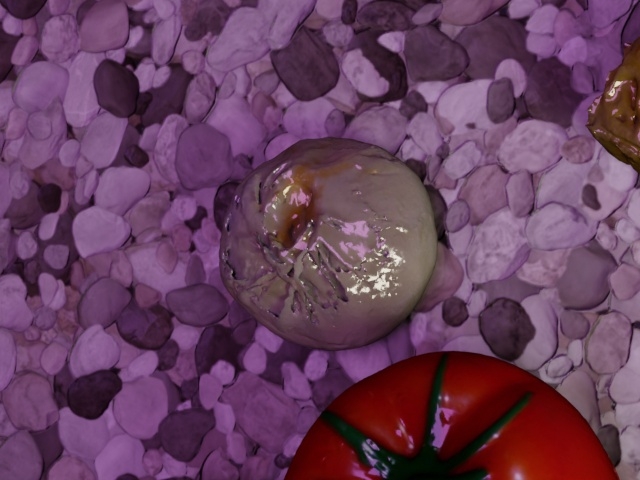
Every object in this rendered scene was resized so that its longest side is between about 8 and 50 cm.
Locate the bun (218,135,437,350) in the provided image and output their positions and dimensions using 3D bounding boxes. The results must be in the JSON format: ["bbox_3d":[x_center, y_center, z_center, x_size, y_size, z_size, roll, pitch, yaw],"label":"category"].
[{"bbox_3d":[0.000,0.000,1.739,0.287,0.146,0.287,-3,82,24],"label":"bun"}]

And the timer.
[{"bbox_3d":[0.139,0.313,1.517,0.378,0.279,0.378,-14,48,16],"label":"timer"}]

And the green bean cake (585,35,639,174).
[{"bbox_3d":[0.431,-0.153,1.548,0.230,0.131,0.224,36,98,26],"label":"green bean cake"}]
